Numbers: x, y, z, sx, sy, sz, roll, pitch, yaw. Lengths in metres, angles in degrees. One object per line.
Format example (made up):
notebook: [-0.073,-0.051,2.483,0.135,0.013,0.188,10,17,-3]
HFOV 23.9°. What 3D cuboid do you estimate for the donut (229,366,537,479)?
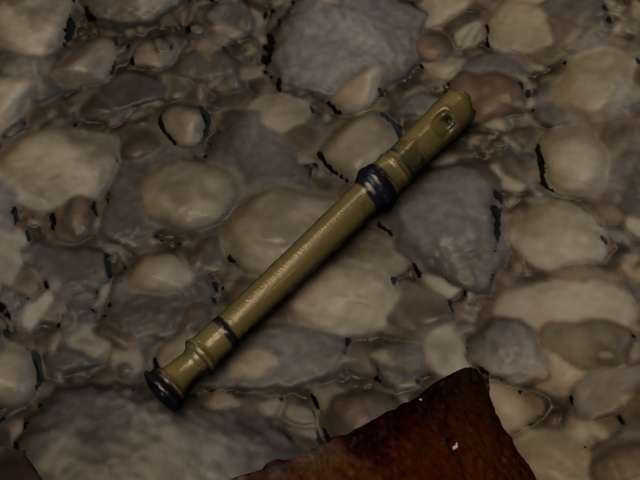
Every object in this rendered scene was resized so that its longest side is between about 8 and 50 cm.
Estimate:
donut: [-0.004,0.154,0.605,0.295,0.151,0.112,-39,71,-18]

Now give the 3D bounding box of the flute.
flute: [0.000,0.000,0.772,0.027,0.027,0.233,36,67,26]

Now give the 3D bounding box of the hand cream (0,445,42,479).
hand cream: [-0.246,0.151,0.680,0.247,0.083,0.133,-14,57,9]
